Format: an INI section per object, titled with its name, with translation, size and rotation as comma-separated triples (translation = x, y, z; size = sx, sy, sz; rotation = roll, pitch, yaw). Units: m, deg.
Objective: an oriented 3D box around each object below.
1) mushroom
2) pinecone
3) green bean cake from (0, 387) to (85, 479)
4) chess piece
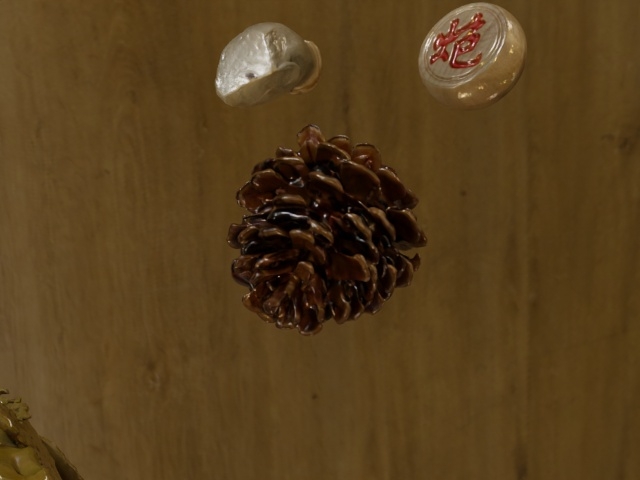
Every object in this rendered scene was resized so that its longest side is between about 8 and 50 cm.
[mushroom]
translation = -0.063, -0.241, 1.362
size = 0.096, 0.247, 0.108
rotation = 0, 103, 18
[pinecone]
translation = 0.000, 0.000, 0.803
size = 0.173, 0.173, 0.173
rotation = -7, 107, -25
[green bean cake]
translation = -0.136, 0.187, 0.450
size = 0.131, 0.229, 0.224
rotation = -34, 101, -17
[chess piece]
translation = 0.114, -0.137, 0.752
size = 0.038, 0.083, 0.084
rotation = 36, 86, -41
